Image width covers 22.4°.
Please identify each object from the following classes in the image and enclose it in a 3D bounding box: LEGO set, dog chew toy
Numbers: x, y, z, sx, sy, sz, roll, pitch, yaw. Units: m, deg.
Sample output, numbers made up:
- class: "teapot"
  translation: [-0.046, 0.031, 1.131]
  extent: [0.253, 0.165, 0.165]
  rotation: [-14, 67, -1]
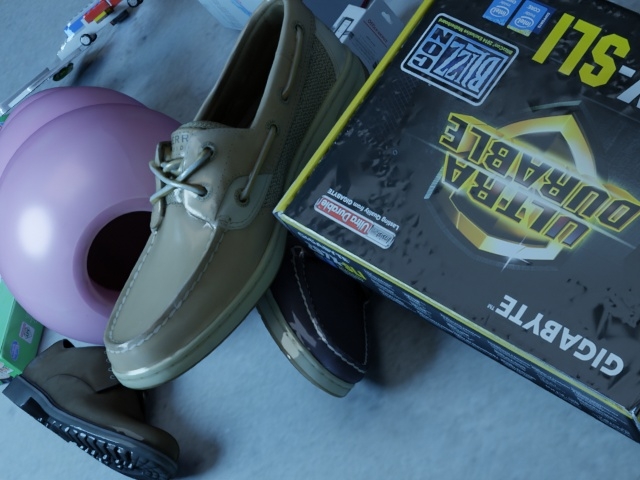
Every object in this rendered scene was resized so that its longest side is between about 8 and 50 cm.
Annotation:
- class: "LEGO set"
  translation: [-0.263, -0.200, 1.631]
  extent: [0.244, 0.060, 0.182]
  rotation: [-46, 13, -36]
- class: "dog chew toy"
  translation: [-0.205, -0.043, 1.435]
  extent: [0.206, 0.206, 0.332]
  rotation: [-47, 31, 1]

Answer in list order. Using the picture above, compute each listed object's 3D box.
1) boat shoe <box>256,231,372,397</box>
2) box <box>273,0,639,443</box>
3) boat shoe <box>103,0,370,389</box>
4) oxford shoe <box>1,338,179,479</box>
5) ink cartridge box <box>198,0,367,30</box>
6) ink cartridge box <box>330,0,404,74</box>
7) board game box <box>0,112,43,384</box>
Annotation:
- class: "boat shoe"
  translation: [0.000, 0.000, 1.290]
  extent: [0.092, 0.103, 0.285]
  rotation: [-37, 35, 20]
- class: "box"
  translation: [0.166, -0.041, 1.135]
  extent: [0.322, 0.079, 0.257]
  rotation: [30, 78, 33]
- class: "boat shoe"
  translation: [-0.083, -0.043, 1.239]
  extent: [0.121, 0.110, 0.341]
  rotation: [-6, 47, 44]
- class: "oxford shoe"
  translation: [-0.182, 0.132, 1.356]
  extent: [0.227, 0.083, 0.096]
  rotation: [24, 71, 47]
- class: "ink cartridge box"
  translation: [-0.028, -0.263, 1.544]
  extent: [0.175, 0.072, 0.127]
  rotation: [17, 71, 46]
- class: "ink cartridge box"
  translation: [0.032, -0.175, 1.440]
  extent: [0.028, 0.048, 0.083]
  rotation: [26, 76, 49]
- class: "board game box"
  translation: [-0.345, 0.010, 1.623]
  extent: [0.213, 0.046, 0.317]
  rotation: [-14, 50, 32]
